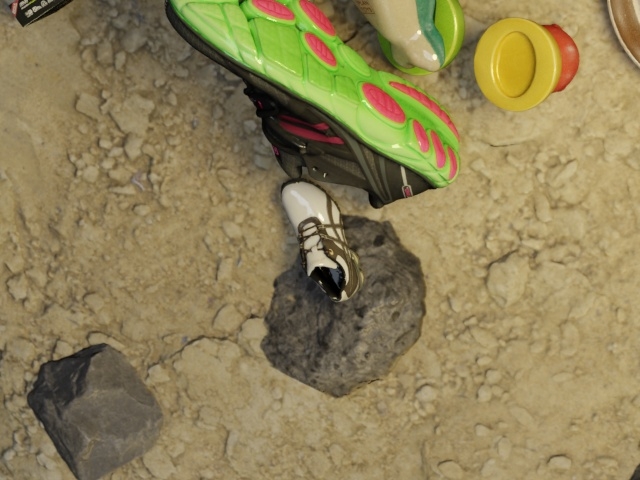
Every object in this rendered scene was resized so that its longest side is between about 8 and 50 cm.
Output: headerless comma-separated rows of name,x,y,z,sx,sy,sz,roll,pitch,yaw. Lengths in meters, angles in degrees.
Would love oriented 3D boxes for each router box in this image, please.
router box,-0.377,-0.352,1.712,0.092,0.122,0.038,-28,104,20

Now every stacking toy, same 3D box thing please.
stacking toy,0.228,-0.343,1.610,0.280,0.130,0.308,14,110,36

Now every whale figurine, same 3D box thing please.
whale figurine,0.103,-0.354,1.551,0.141,0.216,0.272,-32,109,-15

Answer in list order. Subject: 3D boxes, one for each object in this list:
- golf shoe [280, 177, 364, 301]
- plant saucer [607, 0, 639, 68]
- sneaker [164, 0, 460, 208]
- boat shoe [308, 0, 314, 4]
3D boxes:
golf shoe,0.000,0.000,1.758,0.077,0.094,0.198,-29,98,21
plant saucer,0.527,-0.334,1.545,0.311,0.050,0.310,4,108,12
sneaker,-0.024,-0.179,1.592,0.483,0.185,0.202,35,128,-28
boat shoe,-0.043,-0.368,1.643,0.079,0.095,0.254,19,110,5
